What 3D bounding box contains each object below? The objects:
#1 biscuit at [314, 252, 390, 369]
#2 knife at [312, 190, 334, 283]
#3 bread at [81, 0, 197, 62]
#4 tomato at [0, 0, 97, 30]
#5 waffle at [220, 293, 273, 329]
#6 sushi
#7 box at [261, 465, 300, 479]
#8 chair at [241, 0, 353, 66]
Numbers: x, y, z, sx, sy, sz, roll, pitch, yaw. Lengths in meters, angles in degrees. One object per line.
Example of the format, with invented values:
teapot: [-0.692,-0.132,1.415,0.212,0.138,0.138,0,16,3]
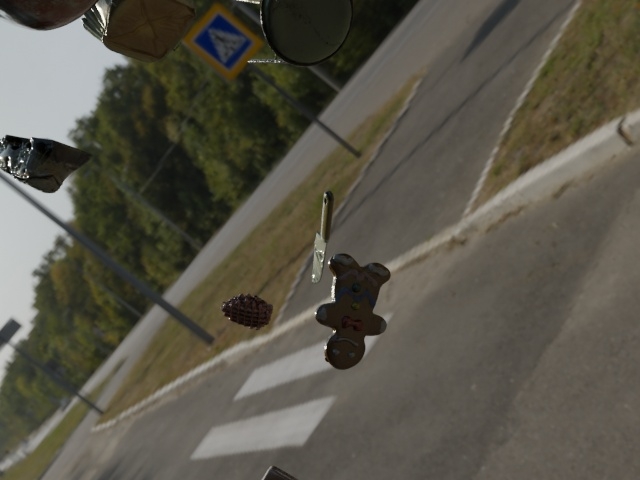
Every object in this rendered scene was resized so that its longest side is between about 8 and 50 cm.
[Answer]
biscuit: [0.058,0.132,1.631,0.031,0.138,0.205,169,117,-70]
knife: [0.002,-0.001,1.829,0.017,0.047,0.298,-26,-33,-24]
bread: [-0.401,-0.503,2.006,0.210,0.110,0.192,6,-49,-51]
tomato: [-0.512,-0.525,1.589,0.283,0.316,0.316,-65,8,-13]
waffle: [-0.119,0.115,1.474,0.075,0.083,0.029,-29,37,38]
sushi: [-0.644,-0.167,1.990,0.134,0.272,0.109,23,-102,-59]
box: [-0.025,0.330,1.140,0.048,0.115,0.025,-58,3,8]
chair: [-0.024,-0.321,1.238,0.160,0.170,0.325,-40,30,-14]
